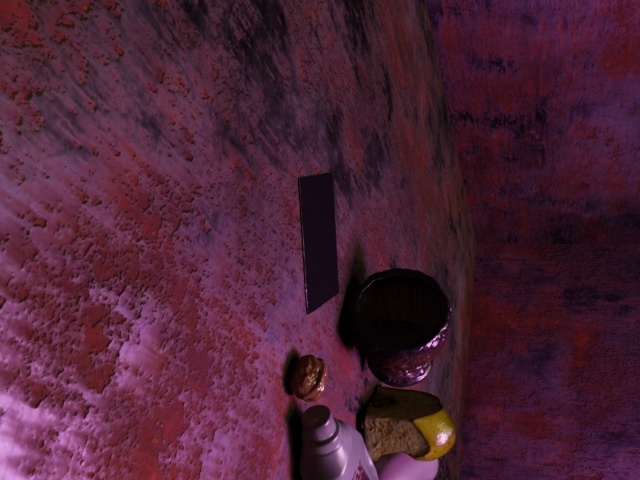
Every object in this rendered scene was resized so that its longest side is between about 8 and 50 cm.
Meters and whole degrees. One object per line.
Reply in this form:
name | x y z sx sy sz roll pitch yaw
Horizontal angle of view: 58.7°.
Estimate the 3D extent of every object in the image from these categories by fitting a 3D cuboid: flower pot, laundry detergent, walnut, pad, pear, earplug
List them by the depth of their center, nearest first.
walnut | -0.023 0.282 1.165 0.079 0.082 0.096 41 47 -25
laundry detergent | 0.040 0.515 1.264 0.264 0.124 0.398 -57 139 -51
pad | -0.001 0.000 1.311 0.202 0.005 0.300 -23 112 -66
flower pot | 0.211 0.250 1.529 0.267 0.266 0.266 81 21 -50
pear | 0.260 0.527 1.629 0.238 0.255 0.164 -26 113 -71
earplug | 0.219 0.685 1.664 0.301 0.172 0.172 5 85 -62
